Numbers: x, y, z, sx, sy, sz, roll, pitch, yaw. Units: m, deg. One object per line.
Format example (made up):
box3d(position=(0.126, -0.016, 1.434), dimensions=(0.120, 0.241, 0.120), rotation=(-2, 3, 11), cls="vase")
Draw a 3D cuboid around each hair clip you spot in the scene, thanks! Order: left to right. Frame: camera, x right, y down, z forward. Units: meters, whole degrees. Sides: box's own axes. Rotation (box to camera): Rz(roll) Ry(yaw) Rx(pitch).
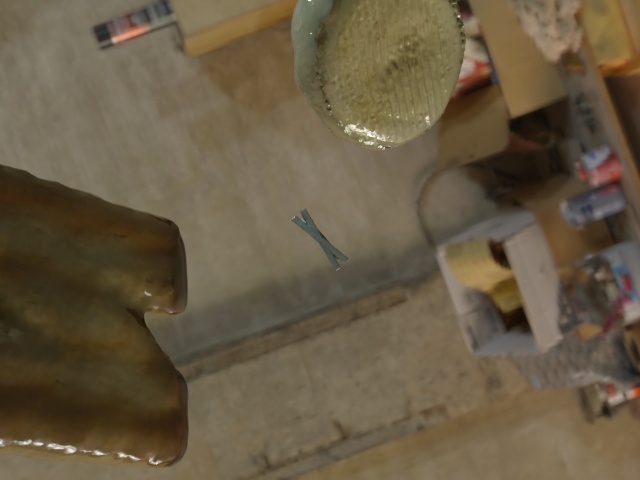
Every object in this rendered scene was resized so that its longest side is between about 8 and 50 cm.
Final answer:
box3d(position=(0.001, -0.001, 1.866), dimensions=(0.115, 0.030, 0.039), rotation=(50, -175, 9), cls="hair clip")

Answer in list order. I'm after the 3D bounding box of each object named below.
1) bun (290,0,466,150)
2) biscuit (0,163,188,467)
box3d(position=(0.070, -0.271, 1.580), dimensions=(0.146, 0.287, 0.287), rotation=(22, 136, 54), cls="bun")
box3d(position=(-0.216, 0.066, 0.926), dimensions=(0.291, 0.062, 0.236), rotation=(20, -119, -53), cls="biscuit")
